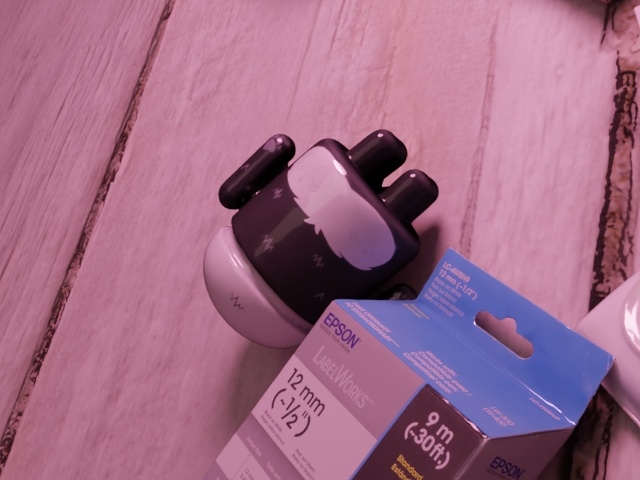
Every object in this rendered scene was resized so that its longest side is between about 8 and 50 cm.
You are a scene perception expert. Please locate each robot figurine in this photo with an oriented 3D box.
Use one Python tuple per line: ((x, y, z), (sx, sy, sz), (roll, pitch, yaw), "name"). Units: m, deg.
((-0.001, -0.001, 1.067), (0.278, 0.173, 0.209), (-40, 39, 10), "robot figurine")

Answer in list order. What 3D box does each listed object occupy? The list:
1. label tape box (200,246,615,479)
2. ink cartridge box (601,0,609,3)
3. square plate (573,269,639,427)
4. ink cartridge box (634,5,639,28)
((0.069, 0.177, 0.899), (0.347, 0.115, 0.249), (-55, 41, 4), "label tape box")
((0.322, -0.413, 1.151), (0.193, 0.088, 0.234), (-46, 41, 5), "ink cartridge box")
((0.393, 0.054, 0.741), (0.347, 0.049, 0.344), (-43, 34, 10), "square plate")
((0.386, -0.174, 0.942), (0.104, 0.061, 0.181), (-22, 49, 27), "ink cartridge box")
